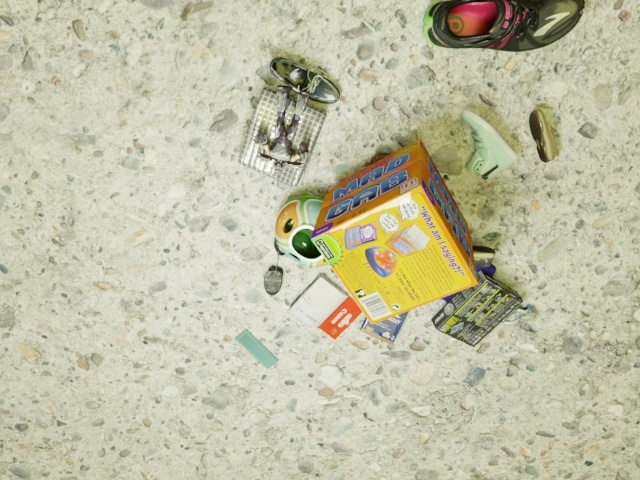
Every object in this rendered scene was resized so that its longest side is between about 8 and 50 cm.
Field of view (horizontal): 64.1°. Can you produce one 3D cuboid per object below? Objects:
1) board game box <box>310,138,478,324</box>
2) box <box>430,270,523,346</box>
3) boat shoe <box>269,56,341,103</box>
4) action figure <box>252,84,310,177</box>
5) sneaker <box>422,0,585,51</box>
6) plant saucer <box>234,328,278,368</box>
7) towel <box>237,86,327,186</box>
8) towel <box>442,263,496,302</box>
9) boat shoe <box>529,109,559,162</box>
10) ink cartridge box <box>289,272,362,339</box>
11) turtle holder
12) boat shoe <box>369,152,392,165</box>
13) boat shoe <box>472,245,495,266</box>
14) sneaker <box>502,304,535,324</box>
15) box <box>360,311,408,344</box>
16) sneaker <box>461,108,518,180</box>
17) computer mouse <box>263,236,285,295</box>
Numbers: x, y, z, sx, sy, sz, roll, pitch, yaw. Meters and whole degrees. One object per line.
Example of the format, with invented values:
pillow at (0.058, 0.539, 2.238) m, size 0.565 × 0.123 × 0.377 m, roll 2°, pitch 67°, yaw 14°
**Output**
board game box at (0.237, -0.030, 1.596) m, size 0.356 × 0.356 × 0.357 m, roll -25°, pitch 113°, yaw 23°
box at (0.578, 0.258, 1.889) m, size 0.216 × 0.060 × 0.270 m, roll 26°, pitch 115°, yaw -27°
boat shoe at (-0.048, -0.520, 1.666) m, size 0.254 × 0.079 × 0.095 m, roll 30°, pitch 107°, yaw -9°
action figure at (-0.114, -0.334, 1.603) m, size 0.185 × 0.099 × 0.285 m, roll 11°, pitch 110°, yaw -6°
sneaker at (0.559, -0.659, 1.544) m, size 0.482 × 0.202 × 0.185 m, roll -7°, pitch 109°, yaw 3°
plant saucer at (-0.254, 0.436, 2.034) m, size 0.067 × 0.018 × 0.192 m, roll -40°, pitch 103°, yaw 13°
towel at (-0.131, -0.337, 1.710) m, size 0.235 × 0.121 × 0.284 m, roll 21°, pitch 108°, yaw -5°
towel at (0.460, 0.084, 1.877) m, size 0.308 × 0.076 × 0.228 m, roll 37°, pitch 113°, yaw -12°
boat shoe at (0.761, -0.361, 1.724) m, size 0.072 × 0.068 × 0.190 m, roll -27°, pitch 117°, yaw -3°
ink cartridge box at (0.027, 0.263, 1.951) m, size 0.232 × 0.066 × 0.189 m, roll 40°, pitch 105°, yaw -8°
turtle holder at (-0.019, 0.003, 1.769) m, size 0.243 × 0.227 × 0.320 m, roll -25°, pitch 107°, yaw 9°
boat shoe at (0.310, -0.203, 1.757) m, size 0.307 × 0.104 × 0.111 m, roll 29°, pitch 107°, yaw -8°
boat shoe at (0.494, 0.058, 1.777) m, size 0.223 × 0.080 × 0.074 m, roll 2°, pitch 109°, yaw -1°
sneaker at (0.747, 0.280, 1.953) m, size 0.135 × 0.052 × 0.058 m, roll -17°, pitch 98°, yaw -1°
box at (0.258, 0.267, 1.933) m, size 0.136 × 0.036 × 0.225 m, roll 24°, pitch 94°, yaw -6°
sneaker at (0.530, -0.313, 1.723) m, size 0.256 × 0.094 × 0.151 m, roll 43°, pitch 107°, yaw -11°
computer mouse at (-0.166, 0.089, 1.906) m, size 0.071 × 0.041 × 0.242 m, roll 9°, pitch 102°, yaw -11°
